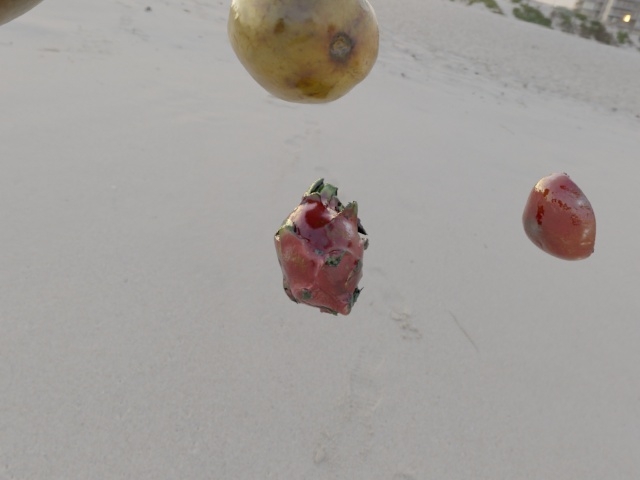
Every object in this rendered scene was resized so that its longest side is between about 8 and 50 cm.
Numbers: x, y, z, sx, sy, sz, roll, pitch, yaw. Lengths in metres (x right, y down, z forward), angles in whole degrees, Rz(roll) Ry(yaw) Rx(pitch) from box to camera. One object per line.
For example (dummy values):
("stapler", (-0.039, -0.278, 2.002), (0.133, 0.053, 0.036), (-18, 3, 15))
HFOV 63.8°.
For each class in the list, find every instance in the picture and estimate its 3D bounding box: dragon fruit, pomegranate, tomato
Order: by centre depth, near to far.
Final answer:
("tomato", (0.395, -0.030, 0.878), (0.069, 0.156, 0.156), (-18, 27, -7))
("pomegranate", (-0.032, -0.358, 0.893), (0.260, 0.261, 0.260), (12, 21, -5))
("dragon fruit", (0.018, 0.010, 0.982), (0.200, 0.198, 0.269), (42, 44, -10))

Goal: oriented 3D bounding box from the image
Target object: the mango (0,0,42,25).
("mango", (-0.278, -0.238, 0.325), (0.172, 0.211, 0.317), (-7, 32, 41))
